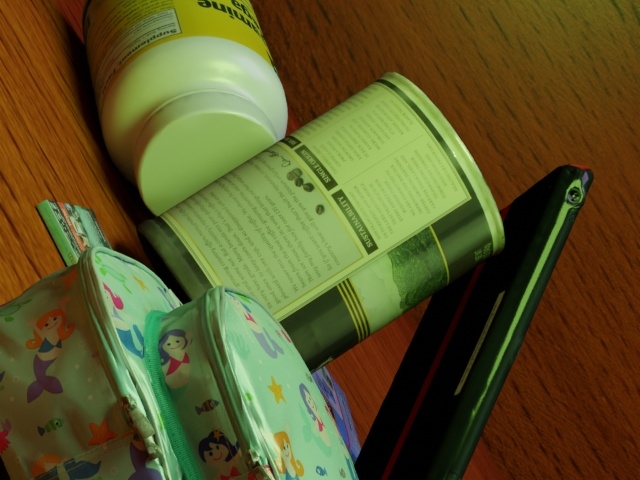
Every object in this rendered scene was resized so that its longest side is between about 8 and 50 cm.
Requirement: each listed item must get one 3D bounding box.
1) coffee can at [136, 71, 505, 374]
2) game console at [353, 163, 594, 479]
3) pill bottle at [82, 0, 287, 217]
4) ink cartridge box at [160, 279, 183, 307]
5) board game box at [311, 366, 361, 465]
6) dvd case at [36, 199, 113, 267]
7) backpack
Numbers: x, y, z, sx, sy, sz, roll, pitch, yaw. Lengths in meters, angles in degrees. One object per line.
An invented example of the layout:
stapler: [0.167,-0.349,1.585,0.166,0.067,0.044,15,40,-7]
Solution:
coffee can: [0.000,0.000,1.511,0.201,0.275,0.201,55,-9,13]
game console: [0.131,0.133,1.578,0.060,0.386,0.342,28,-18,-6]
pill bottle: [-0.138,-0.158,1.697,0.188,0.188,0.334,55,9,-37]
ink cartridge box: [-0.132,0.075,1.385,0.083,0.048,0.028,54,8,-39]
board game box: [-0.022,0.157,1.874,0.211,0.039,0.160,57,8,-30]
dvd case: [-0.192,0.010,1.366,0.087,0.013,0.119,62,8,6]
backpack: [-0.094,0.124,0.968,0.253,0.191,0.225,57,7,14]
